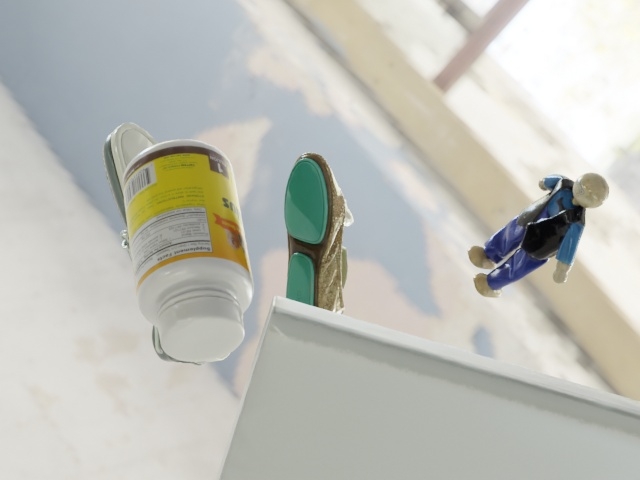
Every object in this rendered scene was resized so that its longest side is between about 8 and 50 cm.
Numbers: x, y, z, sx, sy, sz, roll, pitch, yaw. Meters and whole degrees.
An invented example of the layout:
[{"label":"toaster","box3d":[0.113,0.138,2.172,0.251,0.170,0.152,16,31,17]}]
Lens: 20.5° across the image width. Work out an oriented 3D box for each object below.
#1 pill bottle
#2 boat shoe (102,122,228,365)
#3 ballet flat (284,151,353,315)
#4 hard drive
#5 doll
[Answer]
[{"label":"pill bottle","box3d":[-0.132,0.011,1.789,0.117,0.117,0.215,25,-138,-41]},{"label":"boat shoe","box3d":[-0.211,0.012,2.193,0.116,0.099,0.319,-44,-64,-54]},{"label":"ballet flat","box3d":[0.000,0.000,1.867,0.073,0.206,0.067,25,-150,38]},{"label":"hard drive","box3d":[0.089,0.171,1.113,0.308,0.203,0.040,16,-161,-4]},{"label":"doll","box3d":[0.233,-0.009,1.843,0.046,0.189,0.129,19,-134,-32]}]
